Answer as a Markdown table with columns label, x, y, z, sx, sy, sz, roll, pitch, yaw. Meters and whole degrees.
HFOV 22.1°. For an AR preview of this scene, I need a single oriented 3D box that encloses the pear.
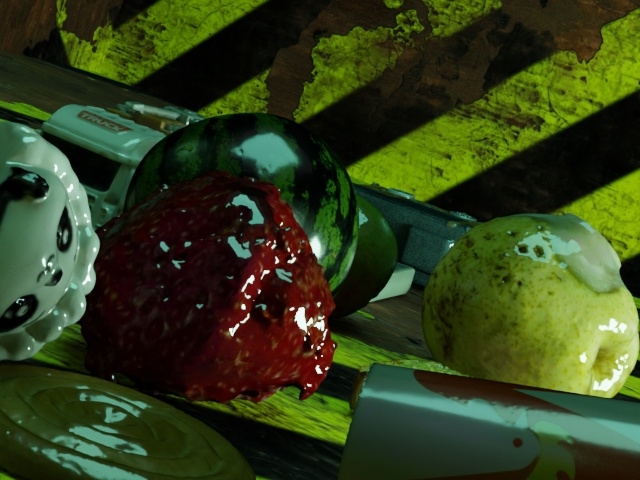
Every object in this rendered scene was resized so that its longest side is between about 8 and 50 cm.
| label | x | y | z | sx | sy | sz | roll | pitch | yaw |
| --- | --- | --- | --- | --- | --- | --- | --- | --- | --- |
| pear | 0.263 | 0.100 | 2.030 | 0.271 | 0.271 | 0.271 | 19 | 8 | -3 |

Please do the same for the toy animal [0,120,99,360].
| label | x | y | z | sx | sy | sz | roll | pitch | yaw |
| --- | --- | --- | --- | --- | --- | --- | --- | --- | --- |
| toy animal | -0.285 | 0.014 | 1.376 | 0.204 | 0.208 | 0.156 | 11 | -25 | 39 |

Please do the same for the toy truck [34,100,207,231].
| label | x | y | z | sx | sy | sz | roll | pitch | yaw |
| --- | --- | --- | --- | --- | --- | --- | --- | --- | --- |
| toy truck | -0.217 | -0.069 | 2.066 | 0.173 | 0.206 | 0.387 | 22 | 9 | 23 |

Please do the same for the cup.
| label | x | y | z | sx | sy | sz | roll | pitch | yaw |
| --- | --- | --- | --- | --- | --- | --- | --- | --- | --- |
| cup | 0.165 | 0.197 | 1.304 | 0.289 | 0.203 | 0.203 | 14 | 7 | 9 |

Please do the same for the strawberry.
| label | x | y | z | sx | sy | sz | roll | pitch | yaw |
| --- | --- | --- | --- | --- | --- | --- | --- | --- | --- |
| strawberry | -0.103 | 0.040 | 1.548 | 0.274 | 0.220 | 0.274 | 18 | 12 | -4 |

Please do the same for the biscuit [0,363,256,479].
| label | x | y | z | sx | sy | sz | roll | pitch | yaw |
| --- | --- | --- | --- | --- | --- | --- | --- | --- | --- |
| biscuit | -0.172 | 0.151 | 1.284 | 0.262 | 0.037 | 0.262 | 19 | 9 | -3 |

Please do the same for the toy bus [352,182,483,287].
| label | x | y | z | sx | sy | sz | roll | pitch | yaw |
| --- | --- | --- | --- | --- | --- | --- | --- | --- | --- |
| toy bus | 0.160 | -0.001 | 2.767 | 0.275 | 0.138 | 0.167 | 22 | 10 | 28 |

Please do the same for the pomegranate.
| label | x | y | z | sx | sy | sz | roll | pitch | yaw |
| --- | --- | --- | --- | --- | --- | --- | --- | --- | --- |
| pomegranate | 0.000 | 0.000 | 2.154 | 0.209 | 0.180 | 0.180 | 47 | 10 | 2 |

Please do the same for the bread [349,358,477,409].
| label | x | y | z | sx | sy | sz | roll | pitch | yaw |
| --- | --- | --- | --- | --- | --- | --- | --- | --- | --- |
| bread | 0.103 | 0.166 | 1.741 | 0.103 | 0.065 | 0.187 | 24 | 8 | 22 |

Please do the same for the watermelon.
| label | x | y | z | sx | sy | sz | roll | pitch | yaw |
| --- | --- | --- | --- | --- | --- | --- | --- | --- | --- |
| watermelon | -0.083 | -0.013 | 1.800 | 0.269 | 0.269 | 0.269 | 19 | 8 | -3 |

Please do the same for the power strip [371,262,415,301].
| label | x | y | z | sx | sy | sz | roll | pitch | yaw |
| --- | --- | --- | --- | --- | --- | --- | --- | --- | --- |
| power strip | 0.057 | 0.051 | 2.500 | 0.118 | 0.046 | 0.270 | 22 | 9 | 17 |
